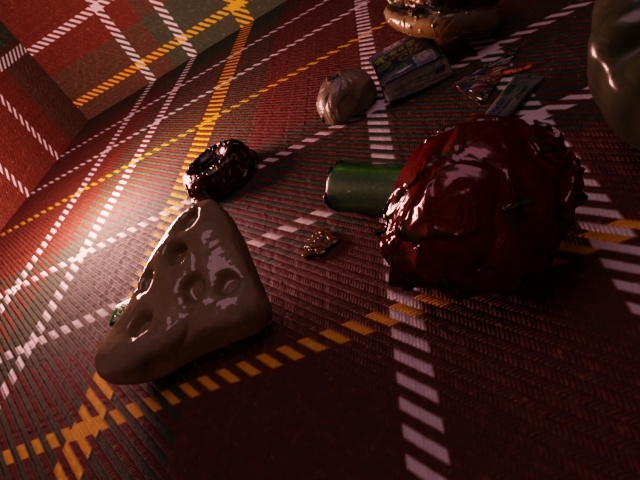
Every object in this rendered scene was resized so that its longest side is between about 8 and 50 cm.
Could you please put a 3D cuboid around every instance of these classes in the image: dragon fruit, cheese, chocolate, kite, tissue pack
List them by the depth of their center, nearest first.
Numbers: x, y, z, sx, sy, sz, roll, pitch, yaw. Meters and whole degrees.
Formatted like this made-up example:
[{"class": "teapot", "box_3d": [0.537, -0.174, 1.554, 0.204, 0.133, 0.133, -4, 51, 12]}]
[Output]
[{"class": "dragon fruit", "box_3d": [0.206, -0.031, 0.744, 0.299, 0.244, 0.244, -43, 28, 21]}, {"class": "chocolate", "box_3d": [0.143, -0.093, 1.014, 0.291, 0.110, 0.110, 9, 52, 45]}, {"class": "cheese", "box_3d": [-0.279, 0.088, 1.077, 0.351, 0.129, 0.328, -26, 51, 13]}, {"class": "kite", "box_3d": [0.380, -0.371, 1.237, 0.189, 0.009, 0.232, 1, 47, 44]}, {"class": "tissue pack", "box_3d": [0.225, -0.450, 1.427, 0.174, 0.073, 0.235, -25, 33, 12]}]

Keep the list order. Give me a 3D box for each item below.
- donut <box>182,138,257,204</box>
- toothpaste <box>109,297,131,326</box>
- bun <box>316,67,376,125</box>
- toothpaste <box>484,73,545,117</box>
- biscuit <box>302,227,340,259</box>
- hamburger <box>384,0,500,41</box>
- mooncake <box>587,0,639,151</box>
[{"class": "donut", "box_3d": [-0.291, -0.201, 1.567, 0.235, 0.089, 0.235, -26, 33, 18]}, {"class": "toothpaste", "box_3d": [-0.337, 0.127, 1.211, 0.267, 0.050, 0.065, -25, 36, 17]}, {"class": "bun", "box_3d": [0.058, -0.389, 1.463, 0.167, 0.113, 0.173, -18, 33, 26]}, {"class": "toothpaste", "box_3d": [0.363, -0.265, 1.089, 0.064, 0.041, 0.218, 20, 58, 39]}, {"class": "biscuit", "box_3d": [0.000, 0.000, 1.097, 0.082, 0.016, 0.092, -26, 34, 15]}, {"class": "hamburger", "box_3d": [0.300, -0.634, 1.404, 0.277, 0.195, 0.317, -5, 37, 2]}, {"class": "mooncake", "box_3d": [0.517, -0.271, 0.705, 0.352, 0.187, 0.350, -7, 75, 26]}]
